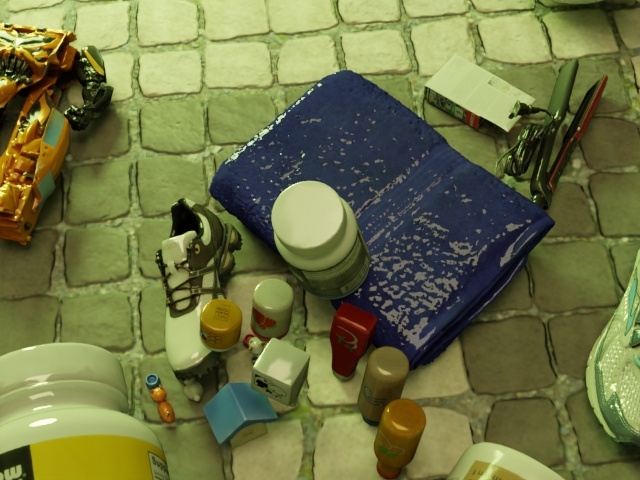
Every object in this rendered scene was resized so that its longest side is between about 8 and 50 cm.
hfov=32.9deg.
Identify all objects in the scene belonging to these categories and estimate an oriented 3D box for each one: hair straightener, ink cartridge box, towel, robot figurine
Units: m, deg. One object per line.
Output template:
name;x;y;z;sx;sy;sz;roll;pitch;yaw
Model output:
hair straightener;0.241;-0.114;1.205;0.089;0.047;0.230;31;69;-4
ink cartridge box;0.183;-0.164;1.251;0.115;0.029;0.063;34;65;19
towel;0.060;-0.027;1.144;0.228;0.076;0.308;-41;68;-18
robot figurine;-0.358;-0.137;1.224;0.211;0.085;0.291;7;59;6

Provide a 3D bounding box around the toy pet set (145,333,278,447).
toy pet set;-0.101;0.143;1.052;0.122;0.065;0.114;-23;60;-11

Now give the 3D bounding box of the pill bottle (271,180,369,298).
pill bottle;0.000;0.000;1.011;0.078;0.137;0.078;-4;69;9

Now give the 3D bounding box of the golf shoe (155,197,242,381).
golf shoe;-0.136;0.046;1.082;0.077;0.094;0.198;-20;46;21

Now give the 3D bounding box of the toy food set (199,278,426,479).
toy food set;-0.003;0.127;1.032;0.232;0.104;0.111;23;52;11

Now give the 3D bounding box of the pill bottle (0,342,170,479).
pill bottle;-0.210;0.264;0.910;0.188;0.188;0.333;-14;59;-6

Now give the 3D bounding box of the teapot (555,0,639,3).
teapot;0.340;-0.404;1.300;0.253;0.256;0.187;21;27;37

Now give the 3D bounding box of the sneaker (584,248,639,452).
sneaker;0.333;0.066;1.048;0.110;0.122;0.283;16;60;12

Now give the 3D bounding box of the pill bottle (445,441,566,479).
pill bottle;0.123;0.297;0.909;0.131;0.131;0.229;29;64;18
